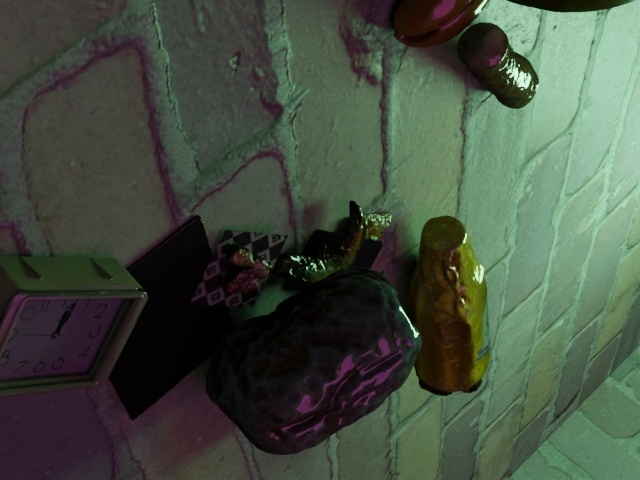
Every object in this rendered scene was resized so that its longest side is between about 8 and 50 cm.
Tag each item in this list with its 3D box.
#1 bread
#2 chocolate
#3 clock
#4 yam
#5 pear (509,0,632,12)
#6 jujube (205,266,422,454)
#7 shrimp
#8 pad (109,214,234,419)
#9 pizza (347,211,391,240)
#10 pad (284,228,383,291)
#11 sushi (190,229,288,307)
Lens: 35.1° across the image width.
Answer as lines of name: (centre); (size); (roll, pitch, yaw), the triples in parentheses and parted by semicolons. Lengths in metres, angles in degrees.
bread: (0.176, -0.327, 1.338); (0.189, 0.077, 0.114); (-49, 156, -8)
chocolate: (0.235, 0.125, 1.864); (0.162, 0.162, 0.445); (-40, 149, -19)
clock: (-0.304, 0.094, 1.128); (0.192, 0.071, 0.147); (4, 121, -54)
yam: (0.267, -0.255, 1.492); (0.081, 0.081, 0.356); (-56, 165, 10)
pear: (0.251, -0.415, 1.072); (0.352, 0.352, 0.413); (-52, 152, 2)
jujube: (-0.006, 0.174, 1.475); (0.317, 0.226, 0.226); (-34, 149, -7)
shrimp: (0.002, 0.002, 1.495); (0.195, 0.035, 0.148); (12, 118, -54)
pad: (-0.211, 0.112, 1.361); (0.202, 0.005, 0.300); (-40, 150, -20)
pizza: (0.082, -0.014, 1.617); (0.108, 0.026, 0.123); (-39, 149, -25)
pad: (0.023, 0.038, 1.577); (0.157, 0.003, 0.112); (10, 116, -43)
sushi: (-0.104, 0.048, 1.384); (0.120, 0.026, 0.126); (4, 121, -46)
